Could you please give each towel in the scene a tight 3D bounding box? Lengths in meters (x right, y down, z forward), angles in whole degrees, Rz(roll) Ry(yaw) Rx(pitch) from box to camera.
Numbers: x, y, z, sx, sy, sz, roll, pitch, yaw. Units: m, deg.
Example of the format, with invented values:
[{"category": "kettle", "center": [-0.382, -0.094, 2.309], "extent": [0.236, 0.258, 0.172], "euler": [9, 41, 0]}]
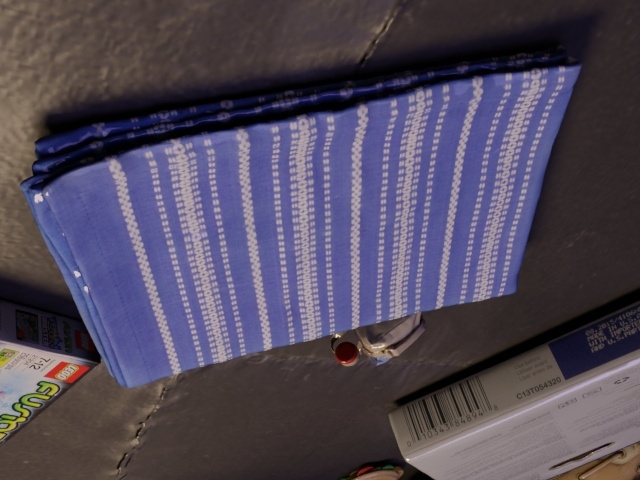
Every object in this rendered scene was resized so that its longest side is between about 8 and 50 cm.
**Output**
[{"category": "towel", "center": [0.000, 0.000, 0.509], "extent": [0.336, 0.040, 0.243], "euler": [-12, 139, -9]}]

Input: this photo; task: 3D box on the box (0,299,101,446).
[{"category": "box", "center": [-0.273, 0.117, 0.556], "extent": [0.207, 0.036, 0.114], "euler": [-39, 140, 25]}]

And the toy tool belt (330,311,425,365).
[{"category": "toy tool belt", "center": [0.052, 0.084, 0.642], "extent": [0.083, 0.052, 0.051], "euler": [-39, 150, -5]}]

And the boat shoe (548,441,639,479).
[{"category": "boat shoe", "center": [0.407, 0.321, 1.054], "extent": [0.341, 0.110, 0.121], "euler": [-30, 142, 11]}]

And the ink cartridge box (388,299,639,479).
[{"category": "ink cartridge box", "center": [0.284, 0.208, 0.895], "extent": [0.324, 0.071, 0.330], "euler": [-27, 146, 11]}]

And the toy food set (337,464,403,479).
[{"category": "toy food set", "center": [0.064, 0.316, 0.975], "extent": [0.083, 0.020, 0.082], "euler": [-33, 141, 19]}]
